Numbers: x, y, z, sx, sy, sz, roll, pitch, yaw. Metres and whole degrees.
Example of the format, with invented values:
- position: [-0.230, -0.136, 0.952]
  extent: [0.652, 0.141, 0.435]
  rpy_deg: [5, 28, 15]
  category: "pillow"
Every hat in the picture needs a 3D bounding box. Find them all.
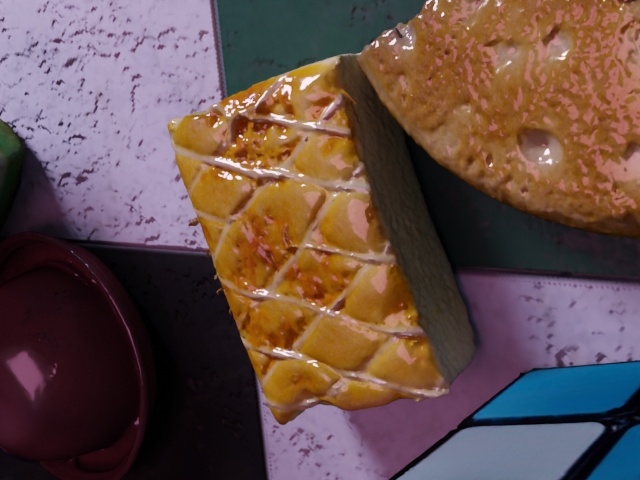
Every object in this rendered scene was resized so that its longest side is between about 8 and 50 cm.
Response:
- position: [-0.205, 0.094, 0.689]
  extent: [0.205, 0.089, 0.206]
  rpy_deg: [12, 110, 33]
  category: "hat"

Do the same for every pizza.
- position: [0.128, -0.063, 0.425]
  extent: [0.246, 0.058, 0.127]
  rpy_deg: [0, 104, 37]
  category: "pizza"

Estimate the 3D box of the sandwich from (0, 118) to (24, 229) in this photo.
- position: [-0.292, -0.055, 0.664]
  extent: [0.301, 0.161, 0.251]
  rpy_deg: [180, 89, -66]
  category: "sandwich"

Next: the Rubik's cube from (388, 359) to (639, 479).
- position: [0.150, 0.157, 0.403]
  extent: [0.183, 0.167, 0.180]
  rpy_deg: [-13, 94, 36]
  category: "Rubik's cube"

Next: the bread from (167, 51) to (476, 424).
- position: [0.001, 0.001, 0.527]
  extent: [0.125, 0.068, 0.189]
  rpy_deg: [-17, 93, 37]
  category: "bread"
